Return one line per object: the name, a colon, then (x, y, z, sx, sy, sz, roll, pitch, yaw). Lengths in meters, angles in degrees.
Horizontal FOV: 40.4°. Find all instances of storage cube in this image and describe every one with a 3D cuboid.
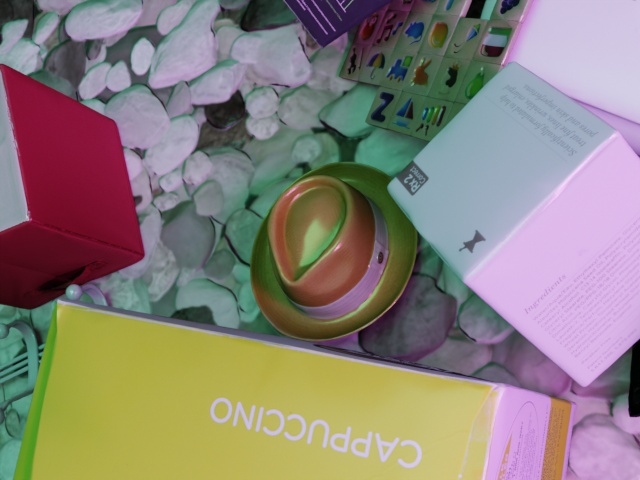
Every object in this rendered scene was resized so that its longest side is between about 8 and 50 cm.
storage cube: (-0.341, -0.051, 0.969, 0.183, 0.193, 0.215, -23, 71, 18)

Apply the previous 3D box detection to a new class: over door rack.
over door rack: (-0.313, 0.234, 0.940, 0.239, 0.108, 0.324, -26, 69, 18)

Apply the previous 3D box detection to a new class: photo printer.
photo printer: (0.301, -0.204, 0.761, 0.307, 0.107, 0.256, 29, 91, 27)

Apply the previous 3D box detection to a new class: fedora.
fedora: (0.000, 0.000, 0.855, 0.194, 0.079, 0.194, -9, 66, 21)

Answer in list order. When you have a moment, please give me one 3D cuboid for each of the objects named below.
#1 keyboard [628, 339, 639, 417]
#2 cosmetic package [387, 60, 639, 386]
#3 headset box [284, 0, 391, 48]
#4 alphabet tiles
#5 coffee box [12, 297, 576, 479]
keyboard: (0.296, 0.104, 0.662, 0.038, 0.192, 0.100, 15, 70, -4)
cosmetic package: (0.184, -0.013, 0.703, 0.151, 0.183, 0.151, -45, 35, 9)
headset box: (0.061, -0.368, 0.846, 0.283, 0.131, 0.246, -32, 41, 15)
alphabet tiles: (0.104, -0.198, 0.838, 0.237, 0.009, 0.198, 28, 96, 55)
coffee box: (-0.013, 0.250, 0.673, 0.337, 0.334, 0.338, 8, 82, 25)
